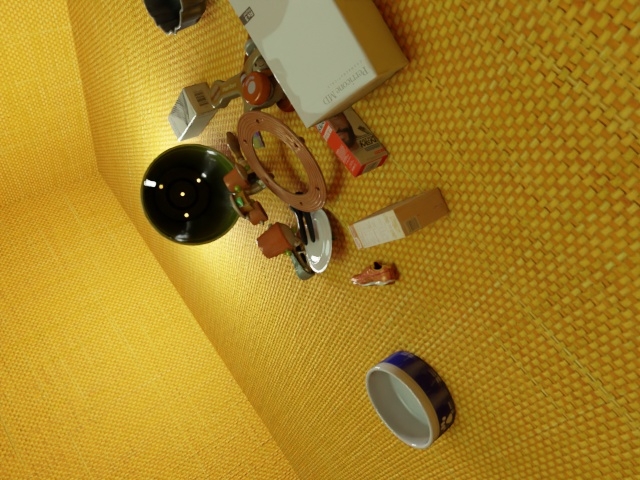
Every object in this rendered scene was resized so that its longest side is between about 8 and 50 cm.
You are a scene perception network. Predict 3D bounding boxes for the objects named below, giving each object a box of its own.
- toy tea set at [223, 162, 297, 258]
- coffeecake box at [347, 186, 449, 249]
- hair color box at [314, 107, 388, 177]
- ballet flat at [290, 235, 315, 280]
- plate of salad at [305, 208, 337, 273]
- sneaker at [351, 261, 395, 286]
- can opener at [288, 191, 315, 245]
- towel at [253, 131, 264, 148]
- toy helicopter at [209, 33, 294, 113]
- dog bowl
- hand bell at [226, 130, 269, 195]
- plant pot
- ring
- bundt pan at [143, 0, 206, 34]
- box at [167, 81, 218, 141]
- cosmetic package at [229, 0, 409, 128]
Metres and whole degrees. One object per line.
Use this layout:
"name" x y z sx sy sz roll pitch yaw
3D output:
"toy tea set" -0.175 -0.094 1.588 0.336 0.124 0.200 58 -175 -12
"coffeecake box" 0.174 -0.047 1.172 0.185 0.142 0.068 -19 97 61
"hair color box" 0.074 -0.240 1.224 0.167 0.093 0.053 53 148 16
"ballet flat" -0.080 0.032 1.733 0.068 0.072 0.213 -26 93 33
"plate of salad" 0.000 0.000 1.564 0.200 0.048 0.200 178 90 -66
"sneaker" 0.148 0.094 1.430 0.175 0.064 0.067 -14 82 55
"can opener" -0.050 -0.069 1.564 0.073 0.059 0.186 34 -150 -53
"towel" -0.211 -0.340 1.675 0.060 0.009 0.083 1 114 58
"toy helicopter" -0.209 -0.460 1.436 0.355 0.140 0.235 -3 89 46
"dog bowl" 0.258 0.462 1.496 0.265 0.104 0.265 37 141 37
"hand bell" -0.274 -0.284 1.756 0.242 0.126 0.126 63 153 25
"plant pot" -0.515 -0.178 1.997 0.353 0.366 0.367 14 126 68
"ring" -0.105 -0.220 1.435 0.336 0.032 0.337 36 155 20
"bundt pan" -0.446 -0.805 1.552 0.331 0.124 0.331 37 141 38
"box" -0.478 -0.472 1.902 0.275 0.094 0.113 -24 93 60
"cosmetic package" -0.021 -0.456 1.047 0.217 0.156 0.385 -30 94 42
